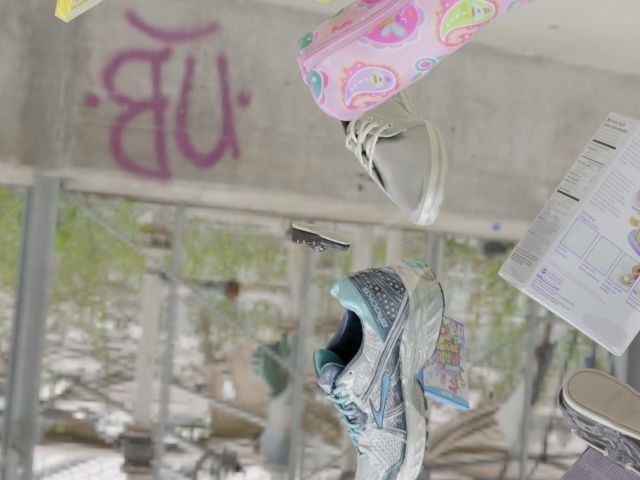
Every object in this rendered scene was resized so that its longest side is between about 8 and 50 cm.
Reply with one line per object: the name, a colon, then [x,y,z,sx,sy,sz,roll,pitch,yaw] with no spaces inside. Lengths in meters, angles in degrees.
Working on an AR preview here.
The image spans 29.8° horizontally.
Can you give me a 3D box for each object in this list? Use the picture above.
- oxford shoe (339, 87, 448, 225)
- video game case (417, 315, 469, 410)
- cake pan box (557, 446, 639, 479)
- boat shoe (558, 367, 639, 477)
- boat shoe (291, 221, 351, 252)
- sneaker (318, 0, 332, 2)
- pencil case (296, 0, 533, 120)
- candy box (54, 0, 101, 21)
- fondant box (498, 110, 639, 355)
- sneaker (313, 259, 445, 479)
oxford shoe: [0.116,-0.162,2.076,0.130,0.169,0.449,8,-151,-18]
video game case: [0.212,0.204,2.101,0.119,0.166,0.015,25,140,-35]
cake pan box: [0.519,0.404,1.880,0.246,0.070,0.267,35,-130,25]
boat shoe: [0.496,0.301,1.738,0.335,0.112,0.095,32,149,27]
boat shoe: [0.001,0.000,2.122,0.133,0.042,0.049,16,-166,40]
sneaker: [0.008,-0.316,1.269,0.082,0.094,0.208,0,149,-3]
pencil case: [0.105,-0.246,1.313,0.284,0.124,0.124,-31,156,32]
candy box: [-0.273,-0.374,1.473,0.027,0.205,0.105,30,-138,9]
fondant box: [0.487,-0.009,1.983,0.238,0.330,0.096,34,-176,-24]
sneaker: [0.045,0.157,1.295,0.122,0.282,0.110,-2,-165,-24]
